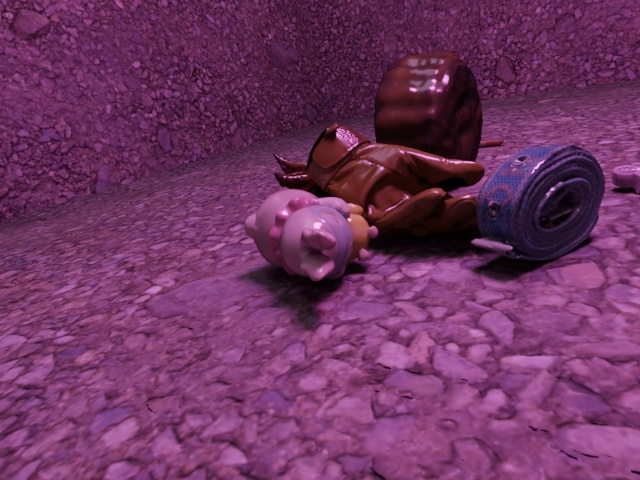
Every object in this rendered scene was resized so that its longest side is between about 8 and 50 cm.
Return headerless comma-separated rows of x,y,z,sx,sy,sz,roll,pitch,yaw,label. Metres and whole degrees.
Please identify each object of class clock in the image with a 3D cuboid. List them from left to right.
0.532,-0.094,0.698,0.087,0.041,0.129,-17,25,-4,clock

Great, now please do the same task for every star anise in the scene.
0.018,-0.084,0.861,0.272,0.103,0.272,15,30,-9,star anise

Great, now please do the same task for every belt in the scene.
0.282,-0.051,0.570,0.163,0.148,0.082,4,7,-28,belt

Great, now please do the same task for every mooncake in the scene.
0.247,-0.264,0.972,0.161,0.290,0.290,7,26,37,mooncake

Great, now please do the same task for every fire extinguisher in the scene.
0.502,-0.288,1.289,0.083,0.028,0.022,0,-11,30,fire extinguisher

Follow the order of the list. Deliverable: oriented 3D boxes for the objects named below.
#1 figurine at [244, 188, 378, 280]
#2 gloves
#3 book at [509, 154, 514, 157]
0.000,0.000,0.613,0.155,0.127,0.235,15,5,-28,figurine
0.132,-0.079,0.711,0.331,0.141,0.154,31,40,25,gloves
0.520,-0.202,1.052,0.077,0.014,0.111,-17,20,-16,book
